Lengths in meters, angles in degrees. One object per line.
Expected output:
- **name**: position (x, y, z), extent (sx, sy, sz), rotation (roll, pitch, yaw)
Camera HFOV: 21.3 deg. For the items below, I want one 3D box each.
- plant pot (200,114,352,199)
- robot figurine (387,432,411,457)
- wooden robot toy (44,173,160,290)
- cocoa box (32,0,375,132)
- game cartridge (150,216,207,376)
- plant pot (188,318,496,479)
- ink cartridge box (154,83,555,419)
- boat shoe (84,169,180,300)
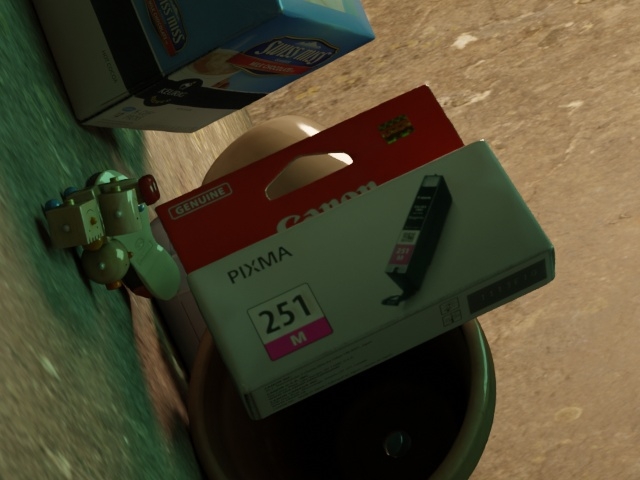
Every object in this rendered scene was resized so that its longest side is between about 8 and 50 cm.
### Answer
- **plant pot**: position (0.000, 0.000, 2.125), extent (0.280, 0.323, 0.323), rotation (52, -5, 27)
- **robot figurine**: position (0.046, 0.261, 1.962), extent (0.278, 0.174, 0.209), rotation (63, 23, -63)
- **wooden robot toy**: position (-0.152, -0.002, 1.246), extent (0.173, 0.076, 0.079), rotation (-90, 169, -82)
- **cocoa box**: position (-0.141, -0.303, 1.587), extent (0.231, 0.228, 0.347), rotation (-1, 67, -67)
- **game cartridge**: position (-0.109, 0.069, 1.664), extent (0.294, 0.060, 0.196), rotation (-103, 174, -75)
- **plant pot**: position (0.044, 0.157, 1.496), extent (0.263, 0.263, 0.229), rotation (69, 9, 27)
- **ink cartridge box**: position (0.019, -0.011, 1.407), extent (0.060, 0.275, 0.239), rotation (74, -11, -57)
- **boat shoe**: position (-0.159, -0.004, 1.373), extent (0.043, 0.049, 0.137), rotation (13, -35, 38)
